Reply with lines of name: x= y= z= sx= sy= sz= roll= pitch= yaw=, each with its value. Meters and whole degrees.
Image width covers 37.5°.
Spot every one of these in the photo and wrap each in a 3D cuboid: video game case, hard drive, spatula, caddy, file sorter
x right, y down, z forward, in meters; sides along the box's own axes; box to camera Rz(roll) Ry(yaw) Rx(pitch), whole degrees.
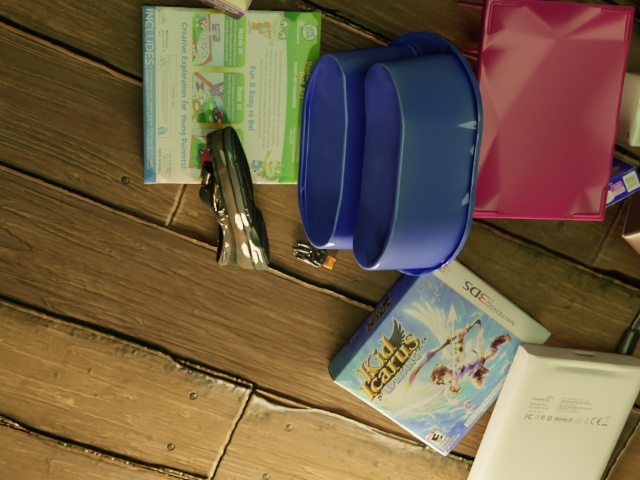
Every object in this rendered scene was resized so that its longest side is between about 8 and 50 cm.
video game case: x=0.189 y=0.175 z=1.501 sx=0.244 sy=0.061 sz=0.269 roll=36 pitch=98 yaw=-17
hard drive: x=0.376 y=0.341 z=1.558 sx=0.233 sy=0.047 sz=0.353 roll=8 pitch=111 yaw=-20
spatula: x=0.538 y=0.133 z=1.564 sx=0.084 sy=0.030 sz=0.296 roll=21 pitch=102 yaw=-18
caddy: x=0.104 y=-0.114 z=1.296 sx=0.179 sy=0.241 sz=0.341 roll=-8 pitch=110 yaw=-36
file sorter: x=0.291 y=-0.193 z=1.342 sx=0.202 sy=0.182 sz=0.290 roll=1 pitch=106 yaw=-9

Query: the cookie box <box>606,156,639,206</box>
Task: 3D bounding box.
cookie box: x=0.421 y=-0.089 z=1.436 sx=0.092 sy=0.107 sz=0.040 roll=-28 pitch=111 yaw=0

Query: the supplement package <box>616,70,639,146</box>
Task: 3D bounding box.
supplement package: x=0.535 y=-0.194 z=1.425 sx=0.179 sy=0.105 sz=0.105 roll=4 pitch=106 yaw=-12

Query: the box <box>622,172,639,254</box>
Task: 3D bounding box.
box: x=0.654 y=-0.041 z=1.347 sx=0.191 sy=0.381 sz=0.143 roll=40 pitch=57 yaw=-24

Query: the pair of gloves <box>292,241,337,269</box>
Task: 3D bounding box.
pair of gloves: x=0.000 y=0.000 z=1.442 sx=0.074 sy=0.010 sz=0.083 roll=19 pitch=105 yaw=-16

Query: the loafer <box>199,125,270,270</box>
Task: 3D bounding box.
loafer: x=-0.132 y=-0.045 z=1.319 sx=0.084 sy=0.096 sz=0.267 roll=-7 pitch=139 yaw=5

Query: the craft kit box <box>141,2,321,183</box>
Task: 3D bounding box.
craft kit box: x=-0.127 y=-0.205 z=1.335 sx=0.247 sy=0.061 sz=0.249 roll=1 pitch=107 yaw=-8

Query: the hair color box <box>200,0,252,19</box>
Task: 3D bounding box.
hair color box: x=-0.110 y=-0.477 z=1.201 sx=0.185 sy=0.110 sz=0.338 roll=24 pitch=95 yaw=-13
